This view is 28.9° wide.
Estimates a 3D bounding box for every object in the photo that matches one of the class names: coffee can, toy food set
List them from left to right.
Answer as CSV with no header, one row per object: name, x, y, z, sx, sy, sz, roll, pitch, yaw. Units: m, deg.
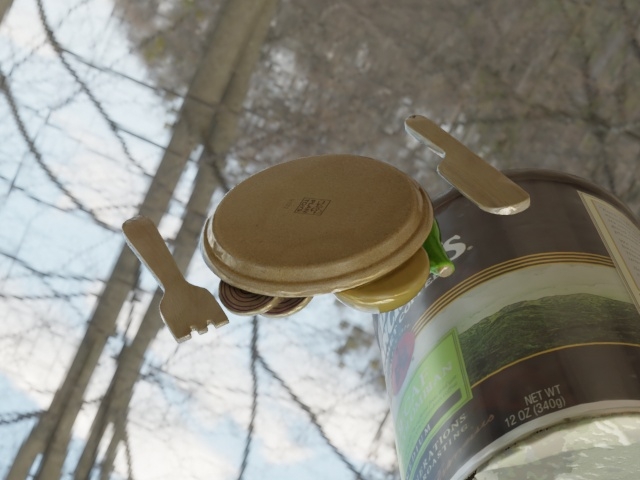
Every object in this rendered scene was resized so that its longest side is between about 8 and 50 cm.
toy food set,0.000,0.000,0.649,0.192,0.038,0.132,-20,-145,-15
coffee can,0.141,0.104,0.745,0.201,0.201,0.275,22,-156,-14
